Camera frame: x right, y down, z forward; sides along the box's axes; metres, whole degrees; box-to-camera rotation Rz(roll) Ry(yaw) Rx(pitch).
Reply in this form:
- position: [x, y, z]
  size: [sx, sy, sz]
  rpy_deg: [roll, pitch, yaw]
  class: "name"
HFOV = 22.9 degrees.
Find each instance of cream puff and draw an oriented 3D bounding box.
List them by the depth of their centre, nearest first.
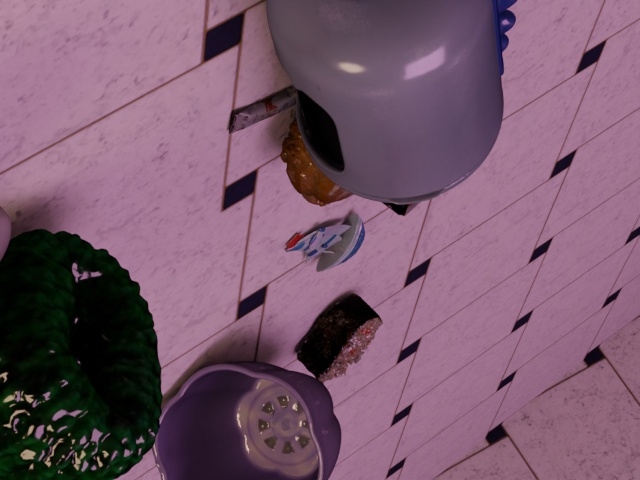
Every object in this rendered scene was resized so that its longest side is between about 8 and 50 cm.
- position: [0.019, -0.115, 1.915]
  size: [0.150, 0.115, 0.165]
  rpy_deg: [-30, 169, -24]
  class: "cream puff"

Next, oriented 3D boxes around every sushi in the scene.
- position: [0.033, 0.157, 2.519]
  size: [0.150, 0.078, 0.090]
  rpy_deg: [-53, 157, 23]
  class: "sushi"

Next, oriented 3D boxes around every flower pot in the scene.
- position: [-0.087, 0.304, 2.380]
  size: [0.265, 0.265, 0.243]
  rpy_deg: [-47, 169, 13]
  class: "flower pot"

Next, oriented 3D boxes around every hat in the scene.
- position: [-0.332, 0.162, 1.676]
  size: [0.332, 0.274, 0.242]
  rpy_deg: [-29, 136, 34]
  class: "hat"

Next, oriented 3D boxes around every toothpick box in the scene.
- position: [0.082, -0.214, 1.662]
  size: [0.263, 0.263, 0.354]
  rpy_deg: [-39, 157, -8]
  class: "toothpick box"

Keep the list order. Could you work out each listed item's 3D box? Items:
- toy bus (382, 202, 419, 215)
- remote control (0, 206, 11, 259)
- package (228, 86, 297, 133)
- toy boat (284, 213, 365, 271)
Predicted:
- position: [0.138, -0.185, 2.029]
  size: [0.092, 0.093, 0.409]
  rpy_deg: [-38, 161, -32]
  class: "toy bus"
- position: [-0.408, 0.057, 1.409]
  size: [0.332, 0.103, 0.221]
  rpy_deg: [-30, -176, 35]
  class: "remote control"
- position: [-0.060, -0.155, 1.843]
  size: [0.110, 0.015, 0.037]
  rpy_deg: [-28, 160, -29]
  class: "package"
- position: [0.010, -0.006, 2.251]
  size: [0.105, 0.034, 0.149]
  rpy_deg: [-42, 147, 6]
  class: "toy boat"
